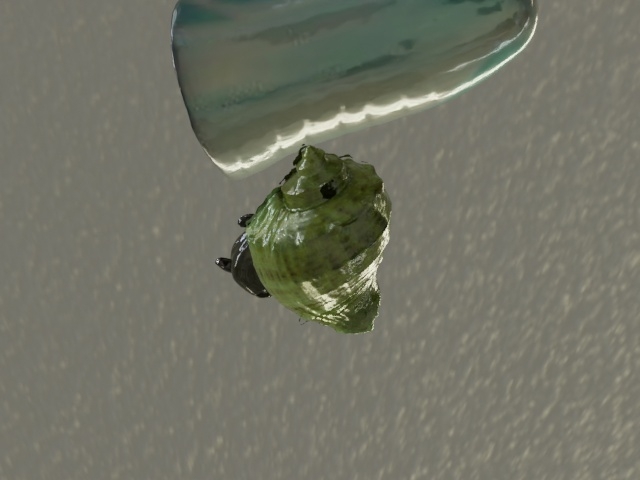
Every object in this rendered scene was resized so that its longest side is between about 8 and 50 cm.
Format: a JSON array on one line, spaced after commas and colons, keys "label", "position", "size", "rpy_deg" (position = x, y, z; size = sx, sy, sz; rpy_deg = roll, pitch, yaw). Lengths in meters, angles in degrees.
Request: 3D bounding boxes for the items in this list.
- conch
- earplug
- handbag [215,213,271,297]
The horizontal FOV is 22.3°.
[{"label": "conch", "position": [0.000, 0.000, 0.946], "size": [0.089, 0.121, 0.074], "rpy_deg": [-5, -157, 17]}, {"label": "earplug", "position": [0.043, -0.186, 1.508], "size": [0.324, 0.185, 0.185], "rpy_deg": [-15, -114, 16]}, {"label": "handbag", "position": [-0.024, -0.004, 1.233], "size": [0.072, 0.047, 0.111], "rpy_deg": [35, -79, -28]}]
